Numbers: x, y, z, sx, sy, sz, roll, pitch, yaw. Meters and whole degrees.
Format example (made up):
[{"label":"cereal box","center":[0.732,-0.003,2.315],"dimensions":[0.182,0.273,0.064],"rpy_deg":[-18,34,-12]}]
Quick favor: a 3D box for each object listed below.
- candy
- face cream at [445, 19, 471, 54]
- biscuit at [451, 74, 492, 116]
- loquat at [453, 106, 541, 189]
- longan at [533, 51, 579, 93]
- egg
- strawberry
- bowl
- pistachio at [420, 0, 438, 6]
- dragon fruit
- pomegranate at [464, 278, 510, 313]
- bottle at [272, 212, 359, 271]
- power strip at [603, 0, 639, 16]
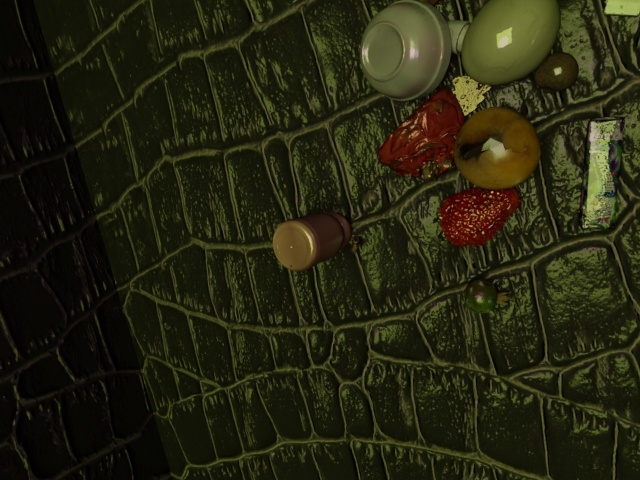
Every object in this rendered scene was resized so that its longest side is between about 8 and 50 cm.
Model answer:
[{"label":"candy","center":[0.772,-0.181,1.294],"dimensions":[0.088,0.061,0.311],"rpy_deg":[3,104,24]},{"label":"face cream","center":[0.396,-0.594,1.368],"dimensions":[0.095,0.091,0.091],"rpy_deg":[29,115,28]},{"label":"biscuit","center":[0.447,-0.440,1.420],"dimensions":[0.120,0.019,0.129],"rpy_deg":[20,111,22]},{"label":"loquat","center":[0.494,-0.256,1.324],"dimensions":[0.235,0.235,0.234],"rpy_deg":[7,106,26]},{"label":"longan","center":[0.639,-0.453,1.276],"dimensions":[0.114,0.092,0.113],"rpy_deg":[11,120,20]},{"label":"egg","center":[0.504,-0.541,1.251],"dimensions":[0.219,0.219,0.269],"rpy_deg":[45,121,11]},{"label":"strawberry","center":[0.473,-0.074,1.450],"dimensions":[0.286,0.106,0.188],"rpy_deg":[-33,88,29]},{"label":"bowl","center":[0.226,-0.556,1.388],"dimensions":[0.287,0.144,0.286],"rpy_deg":[20,120,40]},{"label":"pistachio","center":[0.317,-0.742,1.394],"dimensions":[0.089,0.049,0.173],"rpy_deg":[49,118,9]},{"label":"dragon fruit","center":[0.320,-0.286,1.441],"dimensions":[0.205,0.152,0.317],"rpy_deg":[47,123,6]},{"label":"pomegranate","center":[0.529,0.179,1.492],"dimensions":[0.142,0.114,0.114],"rpy_deg":[4,106,1]},{"label":"bottle","center":[0.000,0.000,1.606],"dimensions":[0.207,0.297,0.173],"rpy_deg":[29,114,24]},{"label":"power strip","center":[0.779,-0.601,1.209],"dimensions":[0.090,0.016,0.040],"rpy_deg":[15,109,23]}]
